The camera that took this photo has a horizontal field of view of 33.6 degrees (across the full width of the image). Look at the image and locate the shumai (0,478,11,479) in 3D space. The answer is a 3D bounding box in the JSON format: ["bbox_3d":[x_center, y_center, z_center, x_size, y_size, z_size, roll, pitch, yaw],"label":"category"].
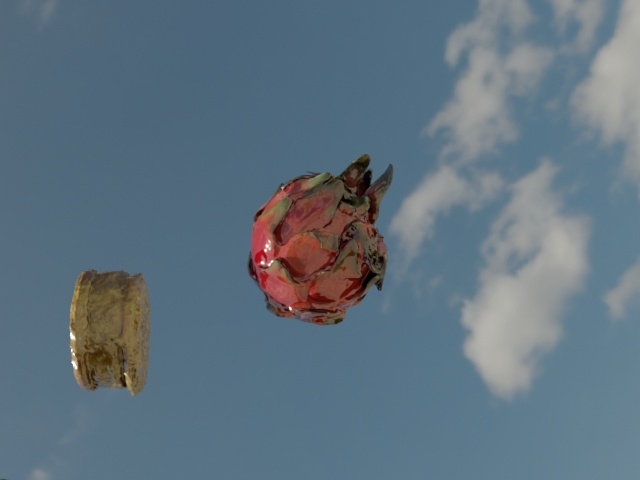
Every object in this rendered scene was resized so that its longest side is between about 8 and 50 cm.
[{"bbox_3d":[-0.345,0.501,1.214,0.324,0.323,0.397,-32,-48,-44],"label":"shumai"}]

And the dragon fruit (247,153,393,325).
[{"bbox_3d":[0.000,0.000,1.452,0.192,0.193,0.274,-82,8,-61],"label":"dragon fruit"}]

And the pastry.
[{"bbox_3d":[-0.308,0.136,1.568,0.189,0.103,0.188,180,90,-88],"label":"pastry"}]
